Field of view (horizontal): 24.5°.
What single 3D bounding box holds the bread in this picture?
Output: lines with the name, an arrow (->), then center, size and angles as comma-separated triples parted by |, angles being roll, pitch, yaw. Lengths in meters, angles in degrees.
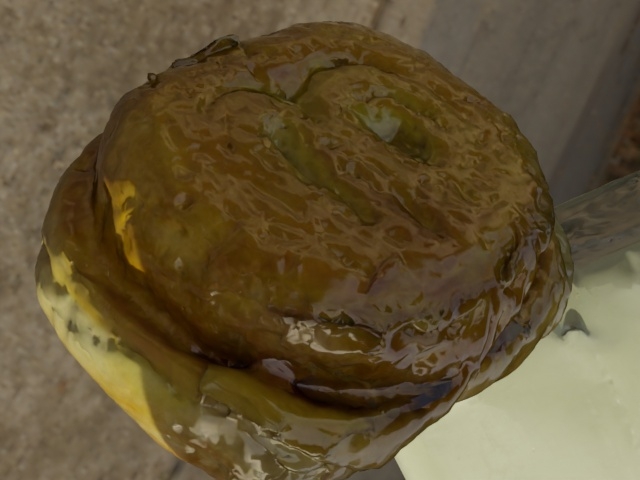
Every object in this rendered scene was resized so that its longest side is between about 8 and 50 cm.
bread -> -0.002, -0.002, 0.639 | 0.236, 0.198, 0.120 | -30, 150, -40

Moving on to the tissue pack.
tissue pack -> 0.229, 0.158, 1.049 | 0.297, 0.380, 0.207 | -25, -167, 14
